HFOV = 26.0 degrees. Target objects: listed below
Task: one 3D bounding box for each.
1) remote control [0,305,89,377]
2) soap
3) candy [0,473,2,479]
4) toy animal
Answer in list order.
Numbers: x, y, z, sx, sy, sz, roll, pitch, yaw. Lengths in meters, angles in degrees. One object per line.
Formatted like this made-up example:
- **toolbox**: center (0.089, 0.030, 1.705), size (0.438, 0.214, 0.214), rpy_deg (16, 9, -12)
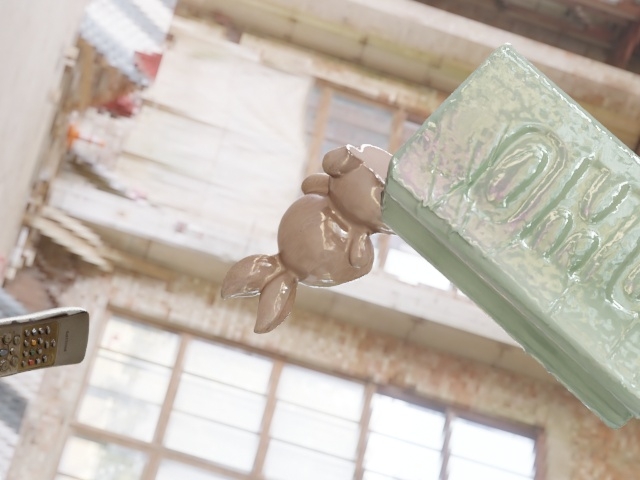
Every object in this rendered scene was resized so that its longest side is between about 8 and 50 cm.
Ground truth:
- **remote control**: center (-0.278, 0.093, 1.193), size (0.212, 0.028, 0.059), rpy_deg (-5, 108, -56)
- **soap**: center (0.174, -0.001, 0.989), size (0.150, 0.261, 0.094), rpy_deg (-47, 173, -11)
- **candy**: center (-0.288, 0.231, 1.048), size (0.102, 0.104, 0.233), rpy_deg (135, -56, -81)
- **toy animal**: center (0.001, 0.001, 1.367), size (0.212, 0.124, 0.124), rpy_deg (-43, -164, 18)
